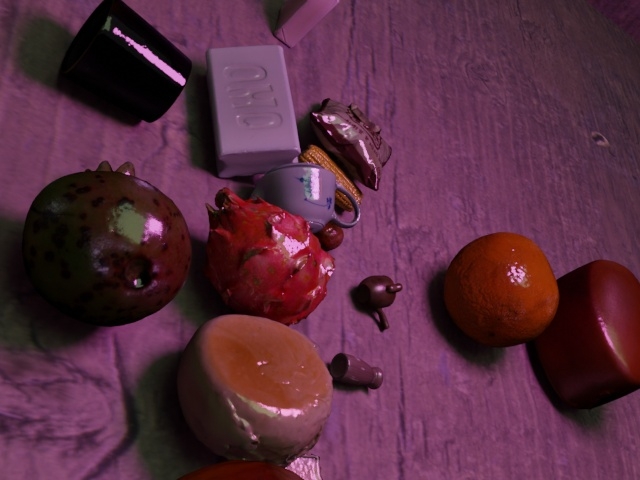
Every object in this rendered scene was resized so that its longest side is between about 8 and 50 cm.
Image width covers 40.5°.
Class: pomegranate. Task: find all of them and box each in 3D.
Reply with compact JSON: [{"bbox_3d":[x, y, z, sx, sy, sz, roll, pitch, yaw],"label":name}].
[{"bbox_3d":[-0.330,-0.018,1.283,0.242,0.242,0.306,4,39,-44],"label":"pomegranate"}]

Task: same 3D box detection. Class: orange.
[{"bbox_3d":[0.397,0.105,1.891,0.264,0.264,0.264,26,46,-30],"label":"orange"}]

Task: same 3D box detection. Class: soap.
[{"bbox_3d":[-0.027,-0.546,2.004,0.064,0.183,0.121,33,43,-24],"label":"soap"},{"bbox_3d":[-0.136,-0.256,1.698,0.160,0.087,0.265,-5,60,-8],"label":"soap"}]

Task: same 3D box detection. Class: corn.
[{"bbox_3d":[0.021,-0.130,1.829,0.165,0.063,0.085,44,9,-10],"label":"corn"}]

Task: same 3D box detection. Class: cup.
[{"bbox_3d":[-0.335,-0.342,1.556,0.177,0.166,0.239,32,44,-29],"label":"cup"}]

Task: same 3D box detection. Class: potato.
[{"bbox_3d":[-0.059,0.375,1.368,0.122,0.061,0.086,15,51,-35],"label":"potato"}]

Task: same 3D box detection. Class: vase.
[{"bbox_3d":[0.069,0.244,1.604,0.101,0.053,0.053,24,47,-37],"label":"vase"}]

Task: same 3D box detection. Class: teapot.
[{"bbox_3d":[-0.038,-0.061,1.657,0.232,0.159,0.159,-3,60,-14],"label":"teapot"},{"bbox_3d":[0.122,0.124,1.734,0.080,0.085,0.110,-2,83,-44],"label":"teapot"}]

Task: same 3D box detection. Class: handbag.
[{"bbox_3d":[0.069,-0.223,1.887,0.213,0.127,0.235,43,24,-7],"label":"handbag"}]

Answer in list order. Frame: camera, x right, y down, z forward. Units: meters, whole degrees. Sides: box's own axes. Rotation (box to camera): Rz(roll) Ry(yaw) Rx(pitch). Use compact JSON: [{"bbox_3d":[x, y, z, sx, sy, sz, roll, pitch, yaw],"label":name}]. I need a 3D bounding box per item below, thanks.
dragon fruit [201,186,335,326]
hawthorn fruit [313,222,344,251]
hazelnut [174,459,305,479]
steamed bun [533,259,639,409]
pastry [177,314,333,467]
[{"bbox_3d":[-0.104,0.027,1.474,0.268,0.205,0.210,55,46,-2],"label":"dragon fruit"},{"bbox_3d":[0.000,0.000,1.718,0.067,0.067,0.103,51,50,-3],"label":"hawthorn fruit"},{"bbox_3d":[-0.116,0.450,1.053,0.366,0.366,0.366,26,46,-30],"label":"hazelnut"},{"bbox_3d":[0.645,0.204,2.070,0.248,0.235,0.379,44,39,-13],"label":"steamed bun"},{"bbox_3d":[-0.100,0.230,1.341,0.265,0.133,0.265,22,29,-13],"label":"pastry"}]
